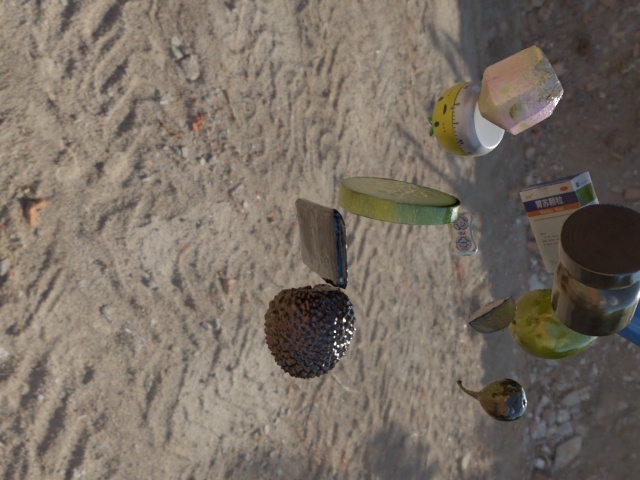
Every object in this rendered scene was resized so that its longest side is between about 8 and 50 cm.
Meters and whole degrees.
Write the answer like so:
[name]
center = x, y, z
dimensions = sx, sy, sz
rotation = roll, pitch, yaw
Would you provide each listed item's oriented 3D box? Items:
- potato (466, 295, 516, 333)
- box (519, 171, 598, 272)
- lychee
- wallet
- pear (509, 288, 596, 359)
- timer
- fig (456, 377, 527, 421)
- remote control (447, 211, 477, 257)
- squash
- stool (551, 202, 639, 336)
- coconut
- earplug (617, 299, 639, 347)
[potato]
center = 0.510, 0.244, 1.679
dimensions = 0.172, 0.100, 0.089
rotation = -29, 87, -19
[box]
center = 0.805, -0.053, 1.831
dimensions = 0.106, 0.200, 0.300
rotation = -25, 97, -32
[lychee]
center = -0.029, 0.249, 1.551
dimensions = 0.267, 0.267, 0.268
rotation = -4, 95, -55
[wallet]
center = 0.000, 0.000, 1.418
dimensions = 0.051, 0.377, 0.197
rotation = -9, 100, -13
[pear]
center = 0.828, 0.293, 1.992
dimensions = 0.253, 0.307, 0.253
rotation = 173, -90, -83
[timer]
center = 0.492, -0.428, 2.010
dimensions = 0.285, 0.285, 0.285
rotation = -4, 95, -55
[fig]
center = 0.495, 0.457, 1.672
dimensions = 0.124, 0.236, 0.124
rotation = -6, 99, -42
[remote control]
center = 0.379, -0.017, 1.506
dimensions = 0.032, 0.074, 0.122
rotation = 57, 27, -74
[squash]
center = 0.163, -0.084, 1.166
dimensions = 0.252, 0.252, 0.049
rotation = -15, 118, -54
[stool]
center = 0.600, 0.071, 1.208
dimensions = 0.179, 0.179, 0.264
rotation = -65, 152, -29
[coconut]
center = 0.617, -0.463, 1.769
dimensions = 0.233, 0.245, 0.233
rotation = 49, 24, -32
[earplug]
center = 0.740, 0.161, 1.433
dimensions = 0.132, 0.273, 0.132
rotation = -63, 180, 0
